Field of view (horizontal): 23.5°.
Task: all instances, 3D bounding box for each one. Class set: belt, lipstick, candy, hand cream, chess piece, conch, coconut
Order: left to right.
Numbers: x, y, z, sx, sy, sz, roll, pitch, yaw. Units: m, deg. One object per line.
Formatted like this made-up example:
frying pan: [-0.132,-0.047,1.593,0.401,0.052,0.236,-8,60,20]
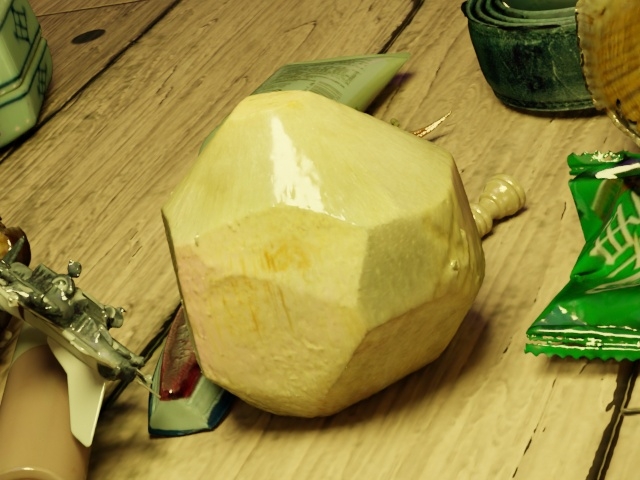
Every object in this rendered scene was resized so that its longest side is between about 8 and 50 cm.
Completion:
lipstick: [-0.197,0.122,1.118,0.070,0.070,0.254,-15,26,4]
hand cream: [-0.025,-0.123,1.480,0.147,0.093,0.306,-3,27,24]
coconut: [0.000,0.000,1.063,0.237,0.237,0.197,-3,27,27]
chess piece: [0.125,-0.016,1.241,0.035,0.035,0.092,13,42,46]
belt: [0.263,-0.201,1.428,0.206,0.116,0.267,-37,29,-29]
candy: [0.231,0.013,1.068,0.141,0.078,0.203,-14,35,33]
conch: [0.305,-0.149,1.233,0.178,0.245,0.163,-43,-4,-10]

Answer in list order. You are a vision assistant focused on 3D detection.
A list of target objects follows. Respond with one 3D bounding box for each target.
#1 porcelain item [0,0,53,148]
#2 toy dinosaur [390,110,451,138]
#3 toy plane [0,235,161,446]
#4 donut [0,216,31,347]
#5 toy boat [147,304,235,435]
porcelain item: [-0.467,-0.182,1.797,0.281,0.157,0.286,-17,26,5]
toy dinosaur: [0.069,-0.096,1.438,0.113,0.026,0.041,-29,33,-2]
toy plane: [-0.191,0.046,1.096,0.082,0.160,0.234,-47,50,4]
donut: [-0.421,0.023,1.282,0.345,0.136,0.259,6,0,-14]
toy boat: [-0.085,0.069,1.190,0.080,0.046,0.229,-7,29,16]
